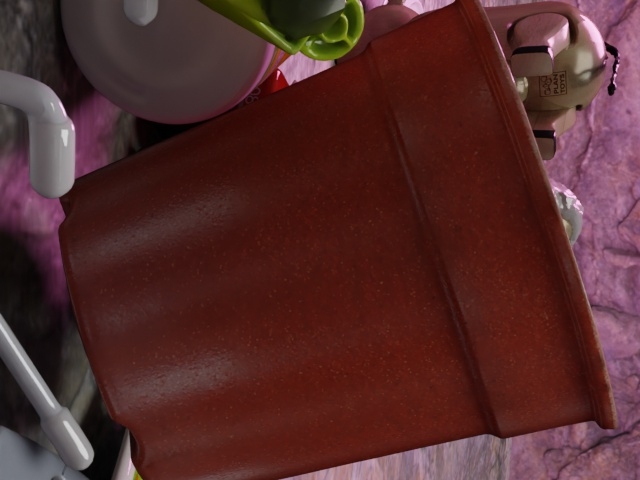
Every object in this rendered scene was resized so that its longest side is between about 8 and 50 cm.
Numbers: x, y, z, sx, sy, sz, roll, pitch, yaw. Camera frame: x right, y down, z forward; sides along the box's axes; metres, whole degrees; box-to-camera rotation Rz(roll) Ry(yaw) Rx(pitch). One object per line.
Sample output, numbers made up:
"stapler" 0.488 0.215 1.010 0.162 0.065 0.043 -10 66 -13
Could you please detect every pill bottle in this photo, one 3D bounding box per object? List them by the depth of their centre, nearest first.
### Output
"pill bottle" -0.062 -0.174 1.140 0.245 0.136 0.136 -53 145 -64

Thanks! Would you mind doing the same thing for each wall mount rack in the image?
"wall mount rack" -0.158 0.023 0.785 0.350 0.130 0.304 -80 -176 -63

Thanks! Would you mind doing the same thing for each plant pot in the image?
"plant pot" 0.004 0.021 1.021 0.272 0.265 0.272 -19 90 -86

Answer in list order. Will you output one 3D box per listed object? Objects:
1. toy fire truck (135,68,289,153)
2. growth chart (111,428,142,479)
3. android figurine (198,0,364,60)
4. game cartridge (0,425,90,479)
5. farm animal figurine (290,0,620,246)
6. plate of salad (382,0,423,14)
"toy fire truck" 0.000 0.000 1.217 0.158 0.246 0.217 60 38 -64
"growth chart" -0.122 0.207 1.206 0.237 0.021 0.172 86 9 -50
"android figurine" -0.087 -0.179 0.883 0.248 0.273 0.056 38 92 -30
"game cartridge" -0.151 0.248 0.985 0.198 0.062 0.297 -74 147 -41
"farm animal figurine" 0.080 -0.165 1.364 0.172 0.327 0.330 -59 163 -55
"plate of salad" 0.061 -0.181 1.776 0.200 0.048 0.200 16 90 -75
